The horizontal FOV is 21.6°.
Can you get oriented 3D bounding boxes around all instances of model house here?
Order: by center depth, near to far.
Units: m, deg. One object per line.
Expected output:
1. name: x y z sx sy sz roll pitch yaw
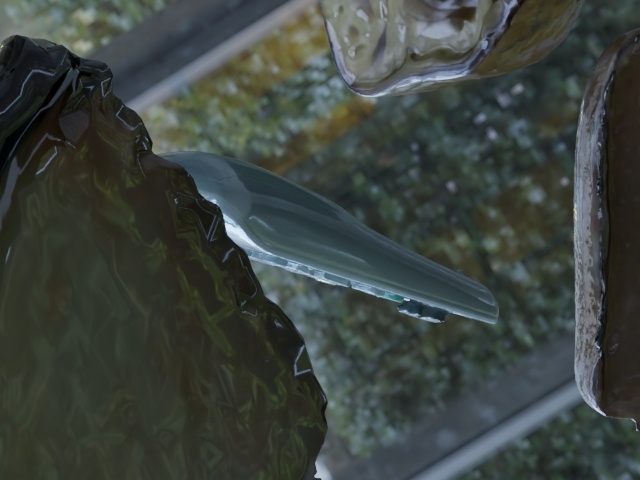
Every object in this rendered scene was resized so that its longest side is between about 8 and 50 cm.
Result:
1. model house: -0.242 0.187 0.662 0.395 0.400 0.445 52 -144 -48

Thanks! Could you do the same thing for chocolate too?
1. chocolate: 0.220 -0.017 1.079 0.083 0.161 0.261 22 112 61

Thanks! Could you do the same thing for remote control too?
1. remote control: 0.000 0.001 1.000 0.103 0.051 0.293 15 175 37

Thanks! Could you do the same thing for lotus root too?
1. lotus root: 0.113 -0.201 1.181 0.180 0.199 0.188 -5 -96 -44
